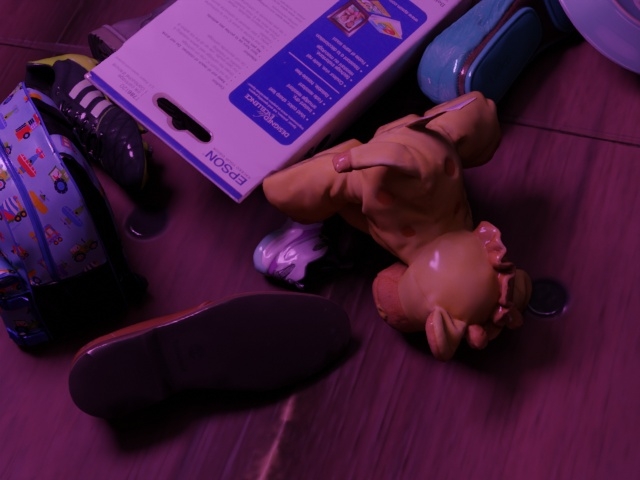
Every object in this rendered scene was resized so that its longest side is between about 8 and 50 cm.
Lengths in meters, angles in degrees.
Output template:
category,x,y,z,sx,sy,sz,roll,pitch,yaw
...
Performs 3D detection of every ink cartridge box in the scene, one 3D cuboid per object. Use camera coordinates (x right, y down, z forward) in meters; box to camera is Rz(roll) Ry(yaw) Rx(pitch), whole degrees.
category,x,y,z,sx,sy,sz,roll,pitch,yaw
ink cartridge box,-0.027,-0.162,1.190,0.165,0.065,0.333,41,58,10

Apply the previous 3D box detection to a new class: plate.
category,x,y,z,sx,sy,sz,roll,pitch,yaw
plate,0.279,-0.222,1.206,0.188,0.024,0.188,8,67,-19

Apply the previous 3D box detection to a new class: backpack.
category,x,y,z,sx,sy,sz,roll,pitch,yaw
backpack,-0.221,-0.025,1.101,0.117,0.173,0.158,-24,55,-9

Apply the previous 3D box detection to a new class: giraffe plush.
category,x,y,z,sx,sy,sz,roll,pitch,yaw
giraffe plush,0.082,-0.004,1.058,0.181,0.210,0.170,-24,96,-20

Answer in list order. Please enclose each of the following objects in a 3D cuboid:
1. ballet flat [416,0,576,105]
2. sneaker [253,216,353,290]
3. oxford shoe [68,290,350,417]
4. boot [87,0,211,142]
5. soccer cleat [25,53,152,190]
category,x,y,z,sx,sy,sz,roll,pitch,yaw
ballet flat,0.168,-0.198,1.230,0.087,0.083,0.247,21,55,44
sneaker,0.000,0.000,1.137,0.069,0.038,0.098,27,66,20
oxford shoe,-0.084,0.075,1.076,0.212,0.076,0.076,-9,12,-10
boot,-0.078,-0.186,1.272,0.208,0.076,0.189,-31,57,-22
soccer cleat,-0.198,-0.098,1.216,0.072,0.060,0.179,-8,41,-29
